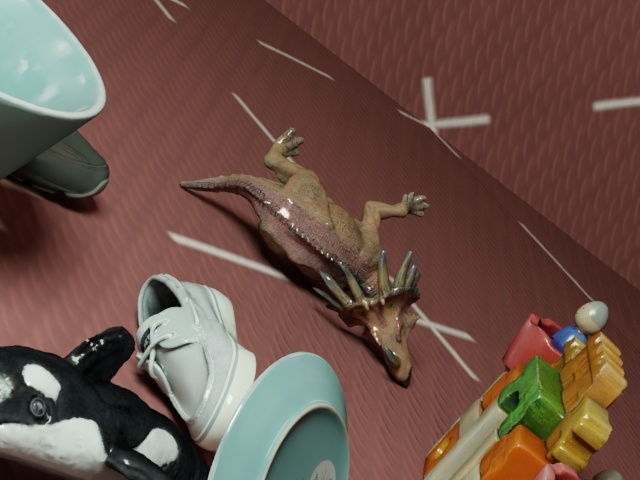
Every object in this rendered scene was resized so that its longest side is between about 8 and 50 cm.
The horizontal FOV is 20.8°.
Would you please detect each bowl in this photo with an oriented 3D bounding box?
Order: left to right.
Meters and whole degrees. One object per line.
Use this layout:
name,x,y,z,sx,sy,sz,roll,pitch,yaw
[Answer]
bowl,-0.329,-0.131,1.278,0.311,0.163,0.311,35,15,-11

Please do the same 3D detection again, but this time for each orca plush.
orca plush,-0.118,0.108,1.091,0.287,0.102,0.151,26,-15,-38

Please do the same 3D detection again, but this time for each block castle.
block castle,0.268,0.241,1.509,0.303,0.213,0.453,37,16,-6

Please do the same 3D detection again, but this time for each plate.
plate,-0.020,0.166,1.131,0.024,0.188,0.188,11,1,28

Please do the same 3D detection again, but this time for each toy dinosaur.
toy dinosaur,0.000,0.000,1.766,0.296,0.127,0.200,31,23,-9

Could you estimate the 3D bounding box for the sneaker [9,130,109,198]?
sneaker,-0.284,-0.142,1.531,0.267,0.106,0.101,39,14,-4

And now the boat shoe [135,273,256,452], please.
boat shoe,-0.108,0.089,1.351,0.081,0.079,0.227,24,14,-18
